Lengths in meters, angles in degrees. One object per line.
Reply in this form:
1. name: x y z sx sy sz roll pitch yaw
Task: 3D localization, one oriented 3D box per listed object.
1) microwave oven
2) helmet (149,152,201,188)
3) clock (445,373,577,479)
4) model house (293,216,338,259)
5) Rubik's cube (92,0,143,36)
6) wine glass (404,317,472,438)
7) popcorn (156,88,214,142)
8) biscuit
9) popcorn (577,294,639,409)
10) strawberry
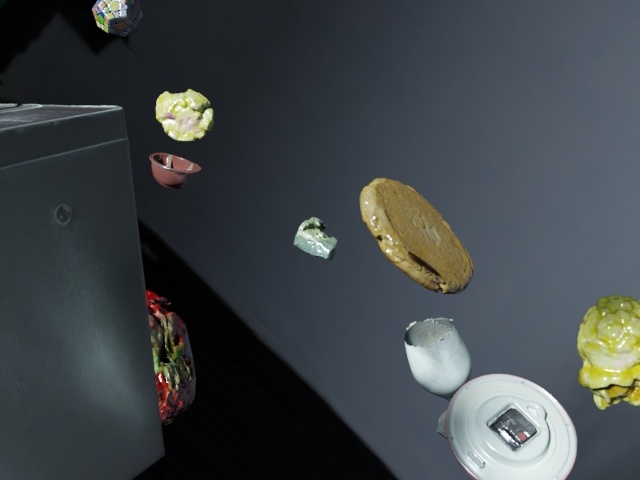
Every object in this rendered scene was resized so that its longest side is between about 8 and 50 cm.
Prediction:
1. microwave oven: -0.380 0.060 0.691 0.432 0.374 0.236 5 19 29
2. helmet: -0.308 -0.137 1.754 0.089 0.111 0.057 -31 -39 -65
3. clock: 0.348 0.353 1.541 0.244 0.244 0.056 -49 -21 -37
4. model house: 0.000 0.000 1.701 0.079 0.083 0.066 -20 -45 -65
5. Rubik's cube: -0.459 -0.517 1.902 0.111 0.111 0.093 -54 -13 -68
6. wine glass: 0.254 0.276 1.686 0.126 0.241 0.126 -19 24 9
7. popcorn: -0.252 -0.231 1.559 0.089 0.109 0.097 -95 18 -78
8. biscuit: 0.145 -0.007 1.276 0.042 0.226 0.226 -45 4 27
9. popcorn: 0.689 0.250 1.888 0.212 0.259 0.259 -7 26 31
10. strawberry: -0.373 0.231 1.629 0.220 0.274 0.274 -25 12 25
